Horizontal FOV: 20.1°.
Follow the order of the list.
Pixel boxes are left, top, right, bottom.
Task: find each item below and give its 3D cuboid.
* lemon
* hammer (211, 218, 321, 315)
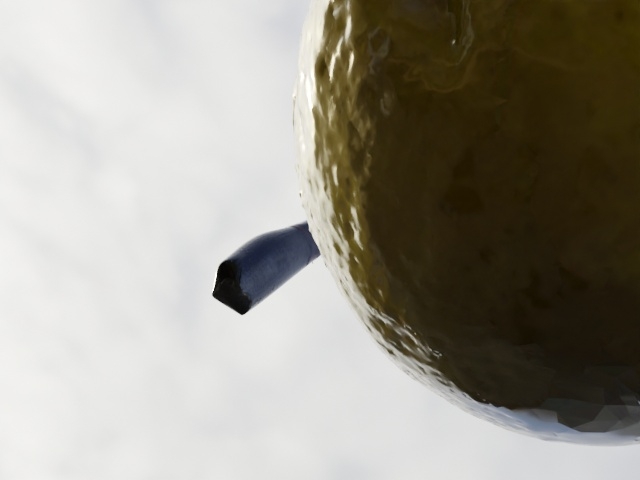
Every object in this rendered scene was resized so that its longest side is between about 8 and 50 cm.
[{"bbox_3d":[0.124,-0.054,0.803,0.297,0.297,0.297,20,-51,27],"label":"lemon"},{"bbox_3d":[0.000,0.000,1.499,0.037,0.290,0.137,-9,-75,34],"label":"hammer"}]
